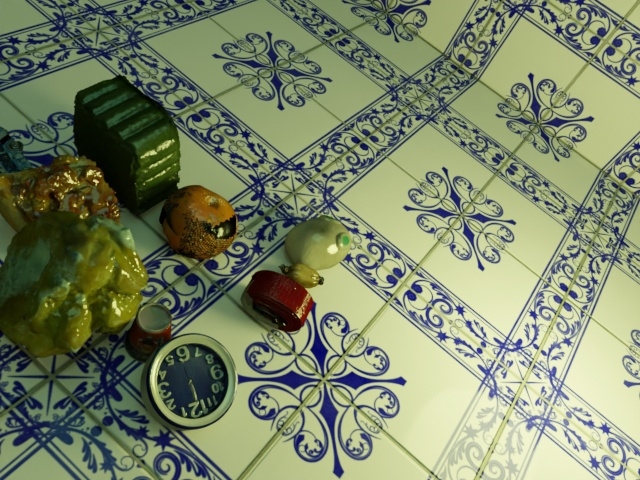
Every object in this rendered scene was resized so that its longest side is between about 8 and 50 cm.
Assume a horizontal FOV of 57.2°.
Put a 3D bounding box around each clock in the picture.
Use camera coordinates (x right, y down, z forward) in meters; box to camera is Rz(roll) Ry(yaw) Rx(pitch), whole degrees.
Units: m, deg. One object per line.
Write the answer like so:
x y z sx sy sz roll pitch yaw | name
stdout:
-0.323 0.348 1.450 0.230 0.083 0.231 14 64 -32 | clock

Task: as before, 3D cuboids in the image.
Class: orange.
-0.358 -0.057 1.750 0.234 0.182 0.235 21 35 -15 | orange

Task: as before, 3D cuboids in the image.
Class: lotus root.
-0.063 0.110 1.823 0.151 0.063 0.072 23 87 -14 | lotus root

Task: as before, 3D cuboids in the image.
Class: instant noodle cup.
-0.431 0.229 1.500 0.127 0.136 0.127 12 50 -15 | instant noodle cup

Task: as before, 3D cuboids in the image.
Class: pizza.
-0.672 -0.093 1.585 0.408 0.114 0.278 39 70 -33 | pizza

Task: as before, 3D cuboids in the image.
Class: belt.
-0.129 0.181 1.690 0.200 0.128 0.124 29 45 -2 | belt

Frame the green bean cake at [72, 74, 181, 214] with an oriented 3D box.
-0.558 -0.279 1.739 0.319 0.335 0.218 45 58 10 | green bean cake

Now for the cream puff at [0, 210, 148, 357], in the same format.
-0.586 0.109 1.428 0.275 0.378 0.379 36 30 -51 | cream puff

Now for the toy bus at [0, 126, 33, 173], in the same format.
-0.874 -0.183 1.655 0.131 0.106 0.297 -27 66 -36 | toy bus

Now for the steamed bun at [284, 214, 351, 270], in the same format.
0.000 0.000 1.898 0.228 0.131 0.177 -10 56 -29 | steamed bun

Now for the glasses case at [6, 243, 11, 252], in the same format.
-0.793 0.029 1.572 0.083 0.021 0.032 11 50 -17 | glasses case
